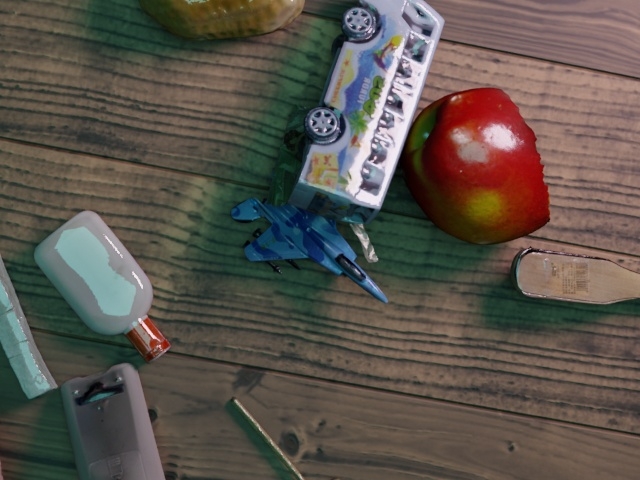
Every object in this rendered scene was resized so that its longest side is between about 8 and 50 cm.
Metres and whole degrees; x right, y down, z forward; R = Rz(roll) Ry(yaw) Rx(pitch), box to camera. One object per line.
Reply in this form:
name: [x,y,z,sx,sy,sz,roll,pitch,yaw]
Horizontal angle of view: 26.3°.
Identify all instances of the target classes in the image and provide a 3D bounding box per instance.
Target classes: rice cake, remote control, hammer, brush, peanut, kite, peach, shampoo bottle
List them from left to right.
rice cake: [-0.425,0.099,1.859,0.045,0.042,0.245,-22,92,8]
shampoo bottle: [-0.287,0.071,1.866,0.108,0.051,0.221,-38,92,-6]
remote control: [-0.265,0.294,1.783,0.109,0.055,0.313,-18,55,-4]
peanut: [-0.132,-0.333,1.842,0.224,0.129,0.129,-9,91,-8]
hammer: [-0.051,0.285,1.900,0.060,0.028,0.195,-40,92,-9]
kite: [0.025,-0.082,1.867,0.229,0.012,0.250,-20,77,-27]
peach: [0.225,-0.098,1.840,0.226,0.190,0.196,28,65,-23]
brush: [0.413,0.061,1.927,0.328,0.065,0.070,7,83,-14]

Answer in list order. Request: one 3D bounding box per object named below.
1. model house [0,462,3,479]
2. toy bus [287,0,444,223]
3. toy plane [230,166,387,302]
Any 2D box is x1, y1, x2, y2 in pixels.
model house: [-0.540,0.361,1.791,0.237,0.202,0.237,-26,120,-39]
toy bus: [0.060,-0.188,1.830,0.136,0.109,0.329,20,72,-2]
toy plane: [0.001,0.001,1.871,0.246,0.078,0.169,42,85,5]
